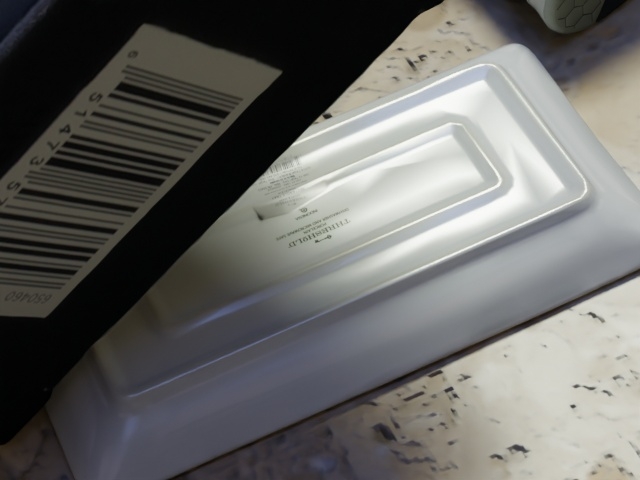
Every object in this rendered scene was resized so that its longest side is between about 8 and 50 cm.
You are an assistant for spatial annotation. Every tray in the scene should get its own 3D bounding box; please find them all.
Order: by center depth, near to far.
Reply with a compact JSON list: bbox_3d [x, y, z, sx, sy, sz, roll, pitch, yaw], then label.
[{"bbox_3d":[0.000,0.000,0.839,0.270,0.030,0.145,-23,50,-10],"label":"tray"}]

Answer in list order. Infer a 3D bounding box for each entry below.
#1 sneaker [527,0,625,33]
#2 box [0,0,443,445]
[{"bbox_3d":[0.146,-0.215,0.955,0.226,0.086,0.163,-33,56,-16],"label":"sneaker"},{"bbox_3d":[-0.188,-0.160,0.746,0.293,0.212,0.395,-44,69,17],"label":"box"}]
